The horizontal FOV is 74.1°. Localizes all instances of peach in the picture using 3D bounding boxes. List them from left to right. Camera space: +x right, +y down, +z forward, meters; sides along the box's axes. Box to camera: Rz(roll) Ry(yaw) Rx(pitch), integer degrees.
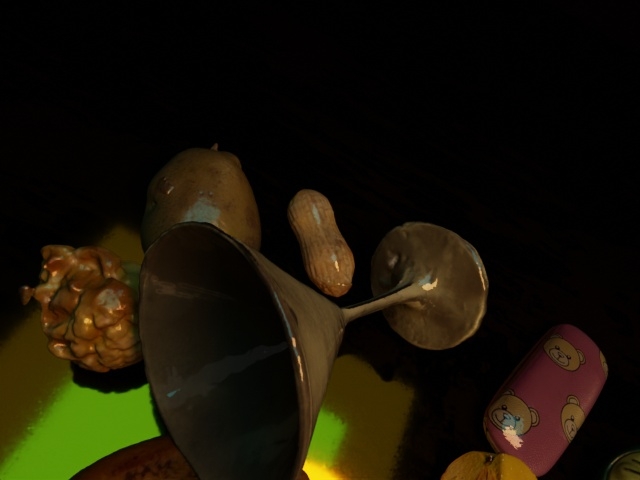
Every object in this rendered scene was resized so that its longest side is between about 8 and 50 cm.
[{"bbox_3d":[0.245,0.372,0.584,0.151,0.119,0.151,-19,33,13],"label":"peach"}]

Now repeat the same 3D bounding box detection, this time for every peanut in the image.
[{"bbox_3d":[0.000,0.000,0.744,0.087,0.087,0.207,-10,64,-25],"label":"peanut"}]

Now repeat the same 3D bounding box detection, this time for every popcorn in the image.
[{"bbox_3d":[-0.282,0.082,0.547,0.180,0.180,0.170,55,25,17],"label":"popcorn"}]

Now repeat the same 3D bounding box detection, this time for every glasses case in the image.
[{"bbox_3d":[0.393,0.261,0.730,0.316,0.076,0.123,-30,74,-32],"label":"glasses case"}]

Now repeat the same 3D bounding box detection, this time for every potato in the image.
[{"bbox_3d":[-0.182,-0.044,0.667,0.174,0.159,0.252,17,64,-41],"label":"potato"}]

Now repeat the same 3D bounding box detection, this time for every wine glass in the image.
[{"bbox_3d":[0.028,0.095,0.521,0.405,0.267,0.267,-7,60,-45],"label":"wine glass"}]

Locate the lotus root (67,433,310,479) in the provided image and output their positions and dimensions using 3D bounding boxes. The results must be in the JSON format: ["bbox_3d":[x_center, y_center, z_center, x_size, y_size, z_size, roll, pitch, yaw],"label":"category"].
[{"bbox_3d":[-0.161,0.313,0.450,0.290,0.193,0.193,-3,61,-28],"label":"lotus root"}]

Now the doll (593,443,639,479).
[{"bbox_3d":[0.477,0.429,0.596,0.322,0.186,0.198,-42,48,-17],"label":"doll"}]
